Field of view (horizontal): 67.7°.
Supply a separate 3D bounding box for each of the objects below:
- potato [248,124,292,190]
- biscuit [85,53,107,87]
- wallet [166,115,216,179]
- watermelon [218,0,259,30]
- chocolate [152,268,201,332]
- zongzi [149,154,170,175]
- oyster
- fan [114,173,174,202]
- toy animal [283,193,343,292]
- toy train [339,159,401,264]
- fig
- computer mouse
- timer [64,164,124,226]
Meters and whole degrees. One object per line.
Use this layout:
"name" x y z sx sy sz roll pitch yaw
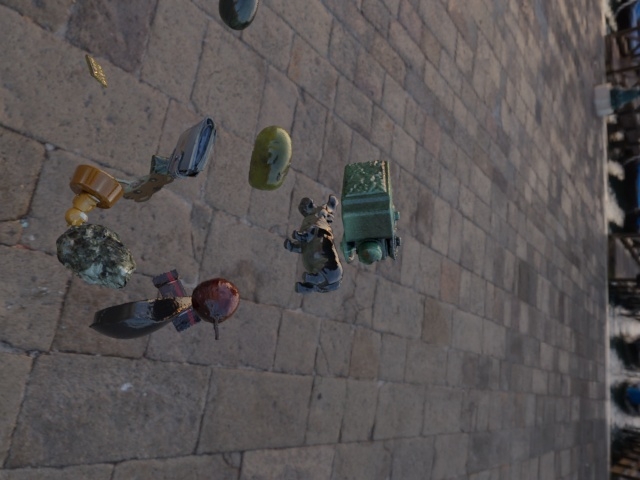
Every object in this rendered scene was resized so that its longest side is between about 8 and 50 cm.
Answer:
"potato" -0.186 -0.306 1.861 0.160 0.111 0.272 10 111 -19
"biscuit" -0.717 -0.542 1.527 0.081 0.018 0.083 51 16 -76
"wallet" -0.359 -0.247 1.328 0.069 0.231 0.170 24 82 -30
"watermelon" -0.162 -0.481 0.956 0.078 0.078 0.111 -9 123 -51
"chocolate" -0.428 0.177 1.415 0.086 0.028 0.183 -27 84 -32
"zongzi" -0.524 -0.225 1.611 0.103 0.052 0.114 11 90 -17
"oyster" -0.675 0.050 1.459 0.158 0.350 0.162 1 108 -54
"fan" -0.569 -0.175 1.480 0.152 0.226 0.008 -52 143 -38
"toy animal" -0.015 -0.008 1.397 0.168 0.106 0.343 14 54 -21
"toy train" 0.128 -0.076 1.290 0.299 0.166 0.238 -82 164 -54
"fig" -0.283 0.170 1.247 0.128 0.128 0.150 51 55 -36
"computer mouse" -0.450 0.202 1.238 0.295 0.168 0.087 3 72 -69
"timer" -0.610 -0.100 1.242 0.132 0.132 0.152 45 55 -39
